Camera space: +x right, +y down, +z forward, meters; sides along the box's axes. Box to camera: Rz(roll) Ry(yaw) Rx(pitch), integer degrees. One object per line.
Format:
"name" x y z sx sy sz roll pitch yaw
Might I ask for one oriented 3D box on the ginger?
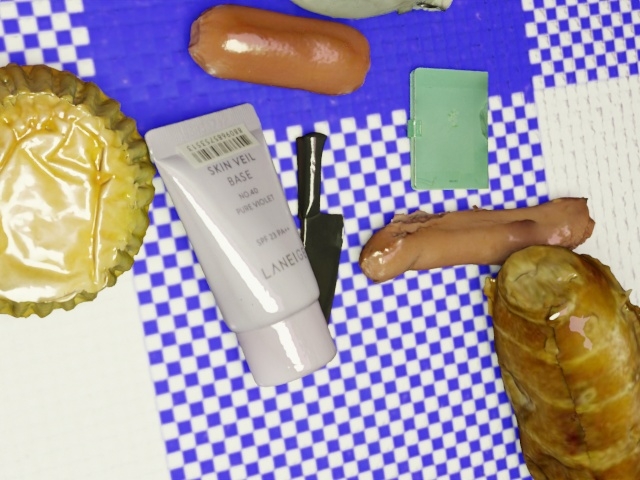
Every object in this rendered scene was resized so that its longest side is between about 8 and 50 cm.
"ginger" 0.325 0.172 0.977 0.254 0.176 0.418 -28 106 -21

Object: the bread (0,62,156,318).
"bread" -0.259 -0.045 0.775 0.239 0.139 0.240 0 89 -22

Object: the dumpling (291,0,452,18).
"dumpling" 0.026 -0.334 0.880 0.175 0.243 0.227 -11 75 19

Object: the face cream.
"face cream" -0.070 0.004 0.869 0.154 0.096 0.274 -27 98 -45

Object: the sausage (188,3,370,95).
"sausage" -0.038 -0.194 0.886 0.194 0.077 0.077 6 90 -22

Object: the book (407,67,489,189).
"book" 0.144 -0.125 0.983 0.103 0.017 0.135 -2 93 -22

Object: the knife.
"knife" 0.000 0.000 0.934 0.060 0.028 0.231 0 94 -32

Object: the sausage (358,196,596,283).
"sausage" 0.176 -0.002 0.970 0.304 0.078 0.078 -6 94 -21
